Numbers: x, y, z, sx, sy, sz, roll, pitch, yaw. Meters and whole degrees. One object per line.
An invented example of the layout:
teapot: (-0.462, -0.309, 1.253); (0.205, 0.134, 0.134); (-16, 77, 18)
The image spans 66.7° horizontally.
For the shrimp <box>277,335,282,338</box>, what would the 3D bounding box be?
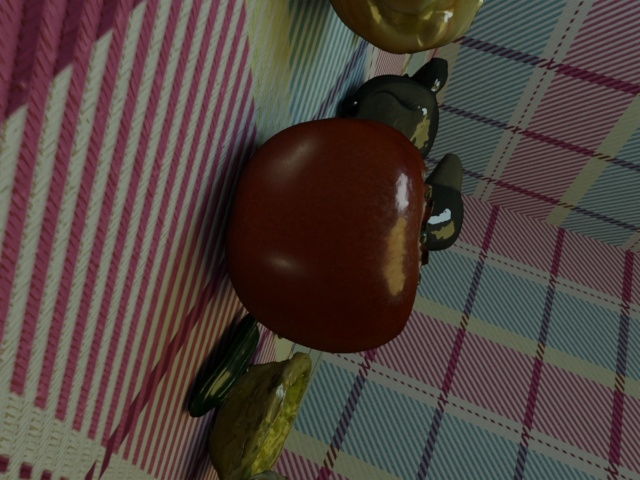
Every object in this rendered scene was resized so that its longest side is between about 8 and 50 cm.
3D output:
shrimp: (-0.064, 0.165, 1.228); (0.091, 0.043, 0.184); (56, 56, -73)

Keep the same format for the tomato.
tomato: (0.016, -0.017, 0.692); (0.341, 0.272, 0.342); (6, 90, -81)

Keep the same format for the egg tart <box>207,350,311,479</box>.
egg tart: (-0.138, 0.379, 1.015); (0.345, 0.132, 0.346); (22, 90, -80)

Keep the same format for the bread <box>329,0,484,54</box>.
bread: (0.103, -0.392, 0.590); (0.270, 0.211, 0.316); (-38, 145, -52)

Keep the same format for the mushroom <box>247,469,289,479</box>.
mushroom: (-0.103, 0.459, 0.902); (0.059, 0.054, 0.202); (-60, 160, -21)

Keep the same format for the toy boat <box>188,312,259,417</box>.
toy boat: (-0.156, 0.212, 0.831); (0.104, 0.052, 0.210); (104, 13, -44)

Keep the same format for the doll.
doll: (0.179, -0.189, 1.095); (0.378, 0.252, 0.383); (38, 68, -48)
